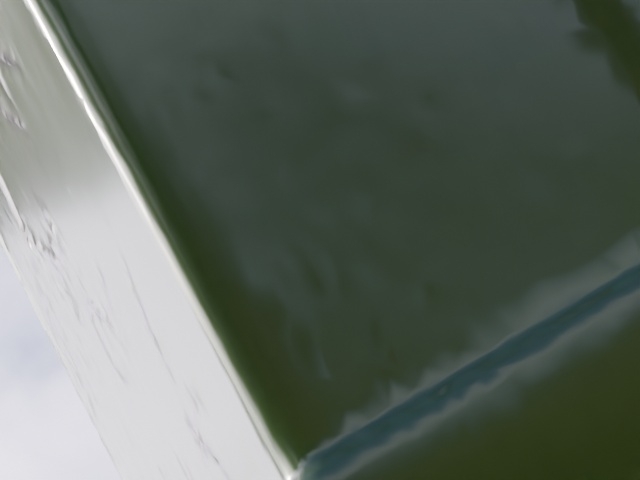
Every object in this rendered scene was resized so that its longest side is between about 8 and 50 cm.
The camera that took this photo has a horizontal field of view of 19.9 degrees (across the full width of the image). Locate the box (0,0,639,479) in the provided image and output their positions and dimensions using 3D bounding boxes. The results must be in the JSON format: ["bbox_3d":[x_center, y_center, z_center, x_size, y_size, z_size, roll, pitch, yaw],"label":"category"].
[{"bbox_3d":[0.009,-0.020,0.456,0.178,0.329,0.253,-25,-23,-19],"label":"box"}]
